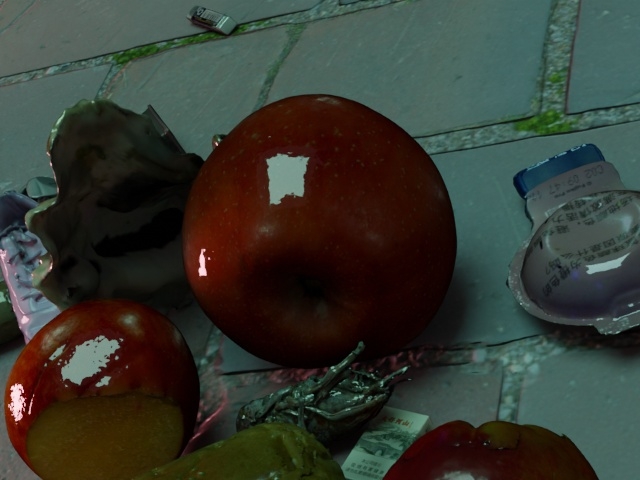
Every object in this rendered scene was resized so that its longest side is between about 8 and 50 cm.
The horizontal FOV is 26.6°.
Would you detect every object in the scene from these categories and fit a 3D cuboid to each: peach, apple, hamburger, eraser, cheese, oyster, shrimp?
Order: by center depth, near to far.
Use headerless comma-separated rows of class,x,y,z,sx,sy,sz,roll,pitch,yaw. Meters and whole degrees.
peach,0.119,0.231,0.986,0.197,0.197,0.197,-17,38,13
hamburger,-0.103,0.269,1.104,0.285,0.134,0.265,-23,39,2
shrimp,0.004,0.147,1.220,0.190,0.073,0.075,-22,20,34
peach,-0.198,0.149,1.254,0.190,0.190,0.192,-35,19,-11
cheese,0.256,-0.008,1.268,0.189,0.074,0.286,-23,33,4
apple,0.000,0.000,1.270,0.260,0.260,0.216,-16,30,14
oyster,-0.181,-0.028,1.388,0.115,0.351,0.238,34,108,17
eraser,-0.155,-0.314,1.929,0.099,0.019,0.027,25,75,48

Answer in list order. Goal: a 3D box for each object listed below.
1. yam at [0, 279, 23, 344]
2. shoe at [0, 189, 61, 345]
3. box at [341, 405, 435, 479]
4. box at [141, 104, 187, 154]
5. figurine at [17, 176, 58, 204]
yam,-0.421,0.101,1.548,0.179,0.078,0.078,-21,37,7
shoe,-0.306,0.046,1.492,0.095,0.137,0.245,-30,36,3
box,0.059,0.187,1.194,0.054,0.024,0.083,7,48,39
box,-0.212,-0.119,1.700,0.063,0.060,0.084,-36,38,-4
figurine,-0.338,-0.033,1.663,0.082,0.086,0.094,21,14,28
